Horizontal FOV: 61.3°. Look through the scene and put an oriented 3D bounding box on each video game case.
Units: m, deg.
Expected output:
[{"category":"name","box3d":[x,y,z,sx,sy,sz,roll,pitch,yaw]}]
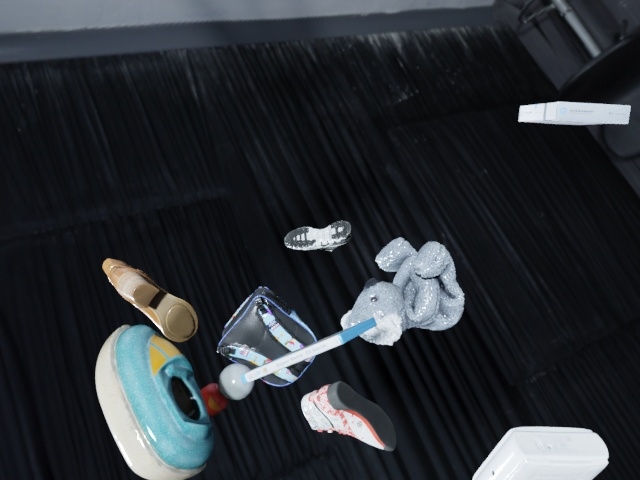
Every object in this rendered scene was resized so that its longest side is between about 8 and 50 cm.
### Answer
[{"category":"video game case","box3d":[-0.014,0.151,0.746,0.166,0.015,0.119,-28,171,25]}]

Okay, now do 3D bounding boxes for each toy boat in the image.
[{"category":"toy boat","box3d":[-0.227,0.252,0.903,0.148,0.267,0.318,-36,157,4]}]

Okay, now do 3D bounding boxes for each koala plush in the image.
[{"category":"koala plush","box3d":[0.156,0.132,1.092,0.221,0.203,0.196,-30,-167,-19]}]

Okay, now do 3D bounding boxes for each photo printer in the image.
[{"category":"photo printer","box3d":[0.546,0.602,1.387,0.256,0.107,0.308,5,129,-12]}]

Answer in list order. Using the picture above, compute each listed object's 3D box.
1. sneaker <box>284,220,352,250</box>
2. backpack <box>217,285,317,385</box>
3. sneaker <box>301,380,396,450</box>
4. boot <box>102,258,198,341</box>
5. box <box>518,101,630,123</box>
[{"category":"sneaker","box3d":[0.000,0.000,1.767,0.234,0.078,0.106,-11,154,16]},{"category":"backpack","box3d":[-0.097,0.198,1.096,0.158,0.173,0.117,-52,-171,6]},{"category":"sneaker","box3d":[0.071,0.469,1.407,0.145,0.090,0.270,-29,119,32]},{"category":"boot","box3d":[-0.486,0.166,1.529,0.109,0.220,0.283,-55,136,-11]},{"category":"box","box3d":[0.517,-0.261,1.117,0.145,0.038,0.186,3,-170,-1]}]
